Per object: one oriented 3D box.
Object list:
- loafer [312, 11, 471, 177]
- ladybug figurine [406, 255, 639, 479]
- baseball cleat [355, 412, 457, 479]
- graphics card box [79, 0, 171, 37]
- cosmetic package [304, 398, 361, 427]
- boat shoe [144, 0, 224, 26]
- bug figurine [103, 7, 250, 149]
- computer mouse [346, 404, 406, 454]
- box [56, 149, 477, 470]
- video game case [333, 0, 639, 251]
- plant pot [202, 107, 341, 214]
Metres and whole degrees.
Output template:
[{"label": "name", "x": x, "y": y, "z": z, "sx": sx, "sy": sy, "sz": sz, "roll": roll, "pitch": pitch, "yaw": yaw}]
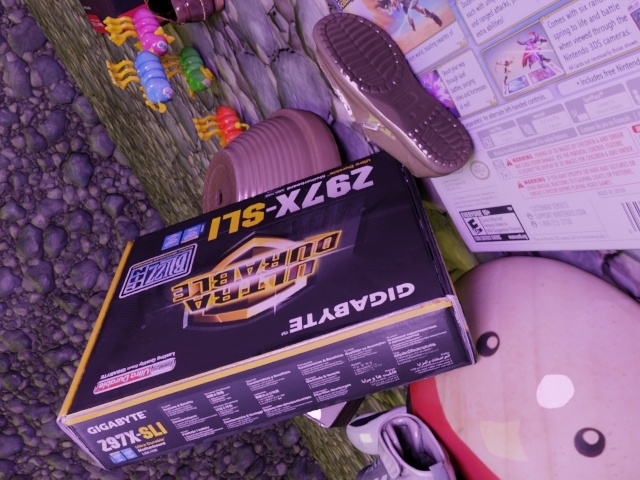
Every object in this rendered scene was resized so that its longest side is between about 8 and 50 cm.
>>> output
[{"label": "loafer", "x": 0.043, "y": -0.098, "z": 0.431, "sx": 0.148, "sy": 0.056, "sz": 0.050, "roll": 54, "pitch": 155, "yaw": 10}, {"label": "ladybug figurine", "x": 0.197, "y": 0.203, "z": 0.585, "sx": 0.305, "sy": 0.162, "sz": 0.449, "roll": 43, "pitch": 158, "yaw": 35}, {"label": "baseball cleat", "x": 0.077, "y": 0.209, "z": 0.559, "sx": 0.206, "sy": 0.072, "sz": 0.109, "roll": -28, "pitch": 81, "yaw": 68}, {"label": "graphics card box", "x": -0.389, "y": -0.519, "z": 0.965, "sx": 0.233, "sy": 0.094, "sz": 0.371, "roll": 33, "pitch": 150, "yaw": 52}, {"label": "cosmetic package", "x": 0.014, "y": 0.189, "z": 0.918, "sx": 0.129, "sy": 0.153, "sz": 0.296, "roll": 31, "pitch": 171, "yaw": 15}, {"label": "boat shoe", "x": -0.210, "y": -0.343, "z": 0.840, "sx": 0.207, "sy": 0.073, "sz": 0.073, "roll": 35, "pitch": 154, "yaw": 51}, {"label": "bug figurine", "x": -0.205, "y": -0.238, "z": 0.901, "sx": 0.216, "sy": 0.072, "sz": 0.279, "roll": 62, "pitch": -164, "yaw": 21}, {"label": "computer mouse", "x": 0.125, "y": 0.299, "z": 0.946, "sx": 0.106, "sy": 0.193, "sz": 0.042, "roll": 59, "pitch": -156, "yaw": -10}, {"label": "box", "x": -0.048, "y": 0.046, "z": 0.560, "sx": 0.257, "sy": 0.322, "sz": 0.079, "roll": -93, "pitch": -18, "yaw": -58}, {"label": "video game case", "x": 0.132, "y": -0.111, "z": 0.370, "sx": 0.244, "sy": 0.061, "sz": 0.269, "roll": 59, "pitch": 162, "yaw": -9}, {"label": "plant pot", "x": -0.078, "y": -0.053, "z": 0.760, "sx": 0.237, "sy": 0.110, "sz": 0.237, "roll": -6, "pitch": 83, "yaw": 58}]
